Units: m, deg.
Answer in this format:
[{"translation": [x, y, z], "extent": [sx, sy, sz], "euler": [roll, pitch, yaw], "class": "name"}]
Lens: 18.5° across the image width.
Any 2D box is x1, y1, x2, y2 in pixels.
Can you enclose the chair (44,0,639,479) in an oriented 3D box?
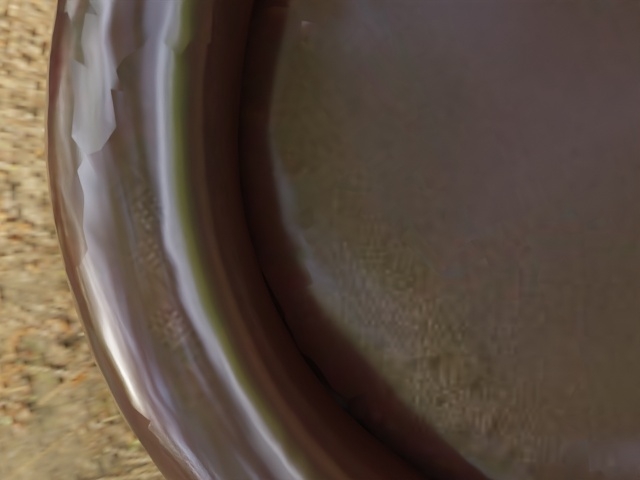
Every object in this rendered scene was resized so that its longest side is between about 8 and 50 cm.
[{"translation": [0.040, -0.018, 0.524], "extent": [0.227, 0.401, 0.226], "euler": [0, 89, -6], "class": "chair"}]
